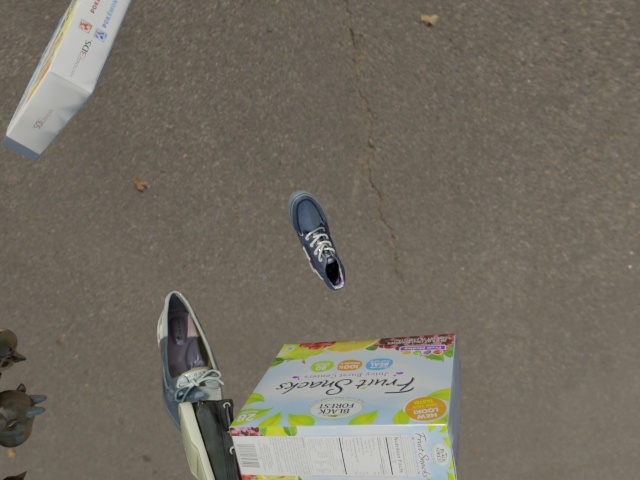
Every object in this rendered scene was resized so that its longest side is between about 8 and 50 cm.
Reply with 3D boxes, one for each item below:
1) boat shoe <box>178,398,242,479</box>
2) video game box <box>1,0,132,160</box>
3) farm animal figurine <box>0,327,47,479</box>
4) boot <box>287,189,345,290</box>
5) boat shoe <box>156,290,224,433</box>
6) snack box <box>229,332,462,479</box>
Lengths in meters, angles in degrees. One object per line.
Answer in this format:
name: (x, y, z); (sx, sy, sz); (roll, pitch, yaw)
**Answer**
boat shoe: (-0.133, 0.394, 0.911); (0.113, 0.340, 0.127); (-10, 129, -25)
video game box: (-0.263, -0.200, 0.606); (0.048, 0.187, 0.205); (25, 153, -33)
farm animal figurine: (-0.482, 0.210, 0.782); (0.172, 0.330, 0.327); (-22, 138, -14)
boot: (0.000, 0.000, 1.044); (0.069, 0.086, 0.190); (-29, 124, -9)
boat shoe: (-0.269, 0.249, 1.158); (0.118, 0.321, 0.103); (-7, 137, -20)
snack box: (0.037, 0.168, 0.587); (0.206, 0.174, 0.070); (-8, 105, 18)
